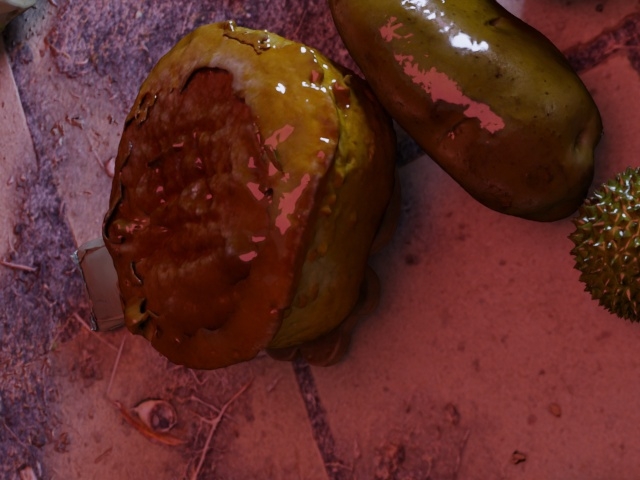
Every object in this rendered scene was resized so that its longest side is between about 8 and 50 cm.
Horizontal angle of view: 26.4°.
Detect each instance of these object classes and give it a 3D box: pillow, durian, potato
[{"bbox_3d":[-0.207,0.033,1.656,0.208,0.053,0.119,-16,77,25],"label":"pillow"},{"bbox_3d":[0.335,-0.005,1.317,0.198,0.146,0.159,-38,67,21],"label":"durian"},{"bbox_3d":[0.146,-0.177,1.401,0.195,0.176,0.369,-40,78,-13],"label":"potato"}]

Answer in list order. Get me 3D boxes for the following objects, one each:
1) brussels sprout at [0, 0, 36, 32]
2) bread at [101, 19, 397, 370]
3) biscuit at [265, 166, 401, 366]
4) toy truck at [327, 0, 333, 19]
[{"bbox_3d":[-0.521,-0.339,1.816,0.271,0.210,0.219,-1,57,17],"label":"brussels sprout"},{"bbox_3d":[-0.075,-0.040,1.453,0.337,0.204,0.358,29,103,49],"label":"bread"},{"bbox_3d":[0.001,0.000,1.555,0.202,0.044,0.289,-3,81,34],"label":"biscuit"},{"bbox_3d":[0.021,-0.341,1.554,0.128,0.135,0.259,-35,89,-6],"label":"toy truck"}]
